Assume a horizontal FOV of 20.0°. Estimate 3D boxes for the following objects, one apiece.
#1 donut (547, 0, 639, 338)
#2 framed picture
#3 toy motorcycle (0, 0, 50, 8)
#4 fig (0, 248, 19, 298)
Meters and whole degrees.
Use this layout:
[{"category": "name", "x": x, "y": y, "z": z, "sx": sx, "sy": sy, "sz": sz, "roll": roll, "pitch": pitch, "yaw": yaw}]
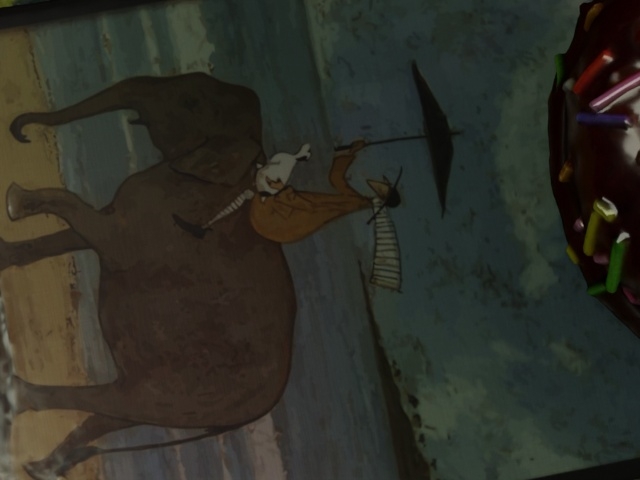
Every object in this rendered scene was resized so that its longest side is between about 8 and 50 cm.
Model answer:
[{"category": "donut", "x": 0.200, "y": -0.049, "z": 0.749, "sx": 0.216, "sy": 0.096, "sz": 0.230, "roll": 7, "pitch": 88, "yaw": 10}, {"category": "framed picture", "x": 0.000, "y": 0.000, "z": 0.804, "sx": 0.347, "sy": 0.016, "sz": 0.265, "roll": -9, "pitch": 81, "yaw": -6}, {"category": "toy motorcycle", "x": -0.155, "y": -0.153, "z": 0.927, "sx": 0.193, "sy": 0.061, "sz": 0.124, "roll": -20, "pitch": 86, "yaw": 27}, {"category": "fig", "x": -0.133, "y": 0.025, "z": 0.867, "sx": 0.121, "sy": 0.136, "sz": 0.153, "roll": -7, "pitch": 99, "yaw": 37}]
